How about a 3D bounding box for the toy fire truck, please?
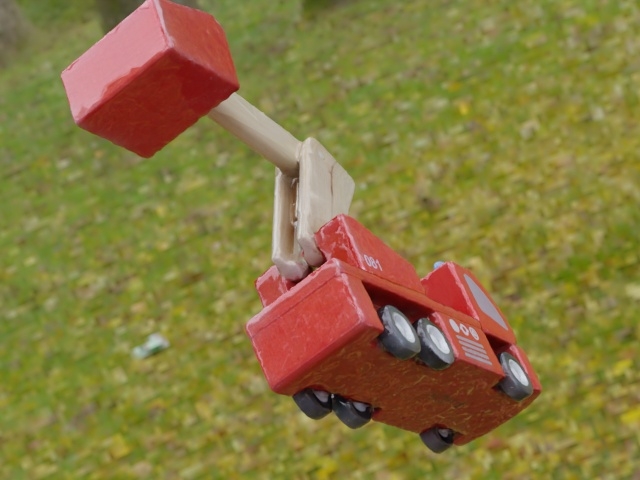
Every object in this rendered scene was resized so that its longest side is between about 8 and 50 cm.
[{"bbox_3d":[0.000,0.000,0.594,0.047,0.135,0.192,-36,-31,21],"label":"toy fire truck"}]
